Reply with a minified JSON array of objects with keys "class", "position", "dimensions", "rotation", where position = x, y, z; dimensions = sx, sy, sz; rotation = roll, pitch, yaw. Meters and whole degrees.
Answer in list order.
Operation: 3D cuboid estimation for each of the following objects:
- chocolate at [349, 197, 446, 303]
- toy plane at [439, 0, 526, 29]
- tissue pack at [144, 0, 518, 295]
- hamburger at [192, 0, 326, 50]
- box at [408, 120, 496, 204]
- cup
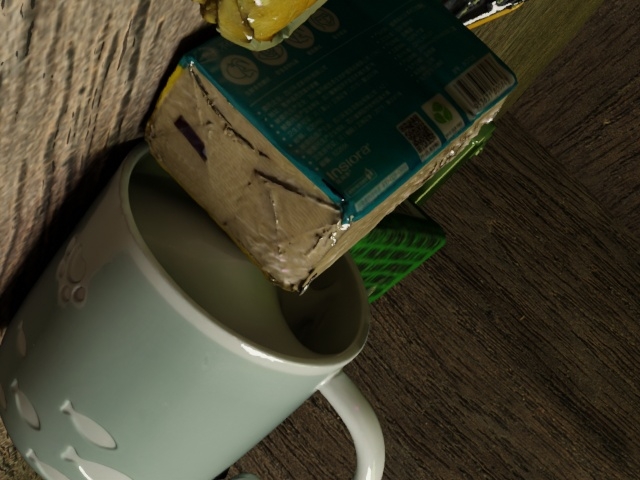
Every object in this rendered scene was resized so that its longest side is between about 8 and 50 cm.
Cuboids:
[{"class":"chocolate","position":[-0.056,0.041,1.141],"dimensions":[0.341,0.161,0.360],"rotation":[-40,163,18]},{"class":"toy plane","position":[0.161,-0.283,1.016],"dimensions":[0.316,0.204,0.103],"rotation":[-28,133,-1]},{"class":"tissue pack","position":[0.013,-0.109,0.783],"dimensions":[0.271,0.192,0.134],"rotation":[-38,170,-39]},{"class":"hamburger","position":[-0.017,-0.192,0.475],"dimensions":[0.177,0.113,0.185],"rotation":[-48,-177,-14]},{"class":"box","position":[0.139,-0.145,1.432],"dimensions":[0.253,0.178,0.328],"rotation":[-43,174,6]},{"class":"cup","position":[-0.106,0.125,0.830],"dimensions":[0.274,0.357,0.259],"rotation":[-45,169,28]}]
